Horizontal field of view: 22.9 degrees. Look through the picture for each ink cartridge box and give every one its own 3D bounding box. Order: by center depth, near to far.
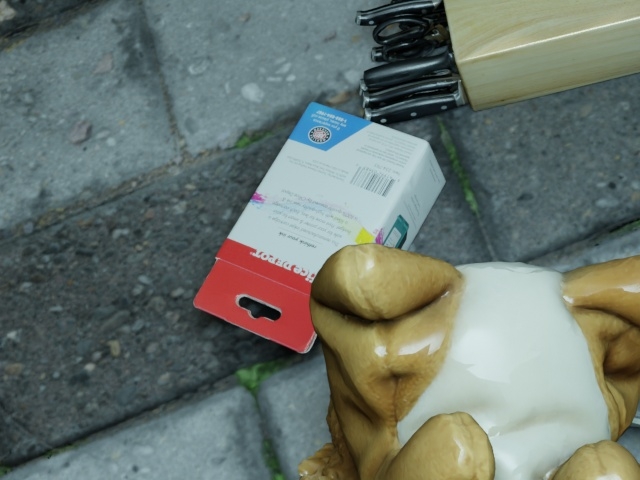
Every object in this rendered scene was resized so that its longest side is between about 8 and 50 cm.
[{"bbox_3d":[0.000,0.000,1.451,0.134,0.078,0.231,22,70,27],"label":"ink cartridge box"}]

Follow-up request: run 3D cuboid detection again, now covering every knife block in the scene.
[{"bbox_3d":[0.173,-0.177,1.490,0.275,0.088,0.242,31,76,29],"label":"knife block"}]

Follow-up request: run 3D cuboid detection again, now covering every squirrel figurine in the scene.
[{"bbox_3d":[0.106,0.219,1.174,0.281,0.397,0.371,3,75,-19],"label":"squirrel figurine"}]

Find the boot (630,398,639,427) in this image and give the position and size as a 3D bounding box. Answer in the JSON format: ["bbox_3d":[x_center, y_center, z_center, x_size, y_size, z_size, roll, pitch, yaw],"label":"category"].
[{"bbox_3d":[0.243,0.100,1.291,0.258,0.123,0.095,9,65,22],"label":"boot"}]
